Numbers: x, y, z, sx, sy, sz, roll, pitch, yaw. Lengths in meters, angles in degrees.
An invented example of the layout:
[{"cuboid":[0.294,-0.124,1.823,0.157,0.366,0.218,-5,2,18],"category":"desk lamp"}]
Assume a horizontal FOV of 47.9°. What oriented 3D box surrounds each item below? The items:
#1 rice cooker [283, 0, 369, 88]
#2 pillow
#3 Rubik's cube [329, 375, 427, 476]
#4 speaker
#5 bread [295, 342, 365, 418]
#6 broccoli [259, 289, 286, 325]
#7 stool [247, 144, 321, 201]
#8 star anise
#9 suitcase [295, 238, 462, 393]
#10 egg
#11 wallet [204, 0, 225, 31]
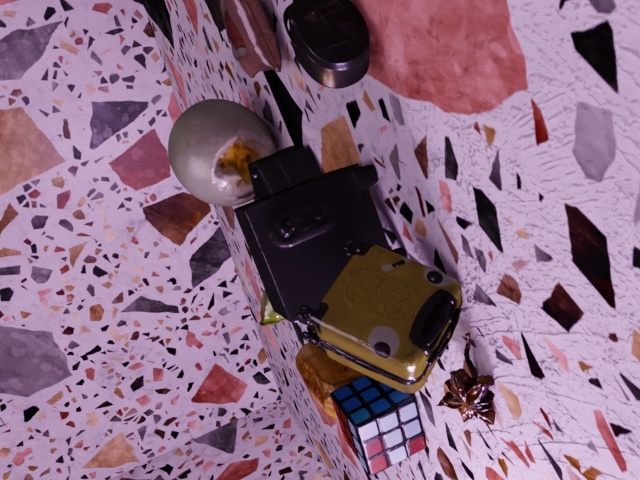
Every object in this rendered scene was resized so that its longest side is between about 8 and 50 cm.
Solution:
[{"cuboid":[0.012,-0.316,1.124,0.165,0.112,0.106,59,170,31],"category":"rice cooker"},{"cuboid":[-0.159,-0.466,1.574,0.236,0.084,0.223,-143,31,-70],"category":"pillow"},{"cuboid":[0.138,0.426,1.715,0.160,0.162,0.163,-138,30,-61],"category":"Rubik's cube"},{"cuboid":[0.000,0.000,1.370,0.232,0.254,0.184,69,167,-8],"category":"speaker"},{"cuboid":[0.041,0.372,1.975,0.294,0.167,0.132,33,144,65],"category":"bread"},{"cuboid":[-0.040,0.108,1.708,0.288,0.246,0.247,97,157,-54],"category":"broccoli"},{"cuboid":[-0.072,-0.105,1.698,0.232,0.141,0.232,58,164,29],"category":"stool"},{"cuboid":[0.251,0.236,1.213,0.097,0.070,0.190,20,136,34],"category":"star anise"},{"cuboid":[0.107,0.129,1.193,0.235,0.194,0.143,23,150,24],"category":"suitcase"},{"cuboid":[-0.271,-0.241,1.929,0.336,0.278,0.278,36,147,50],"category":"egg"},{"cuboid":[-0.266,-0.654,1.763,0.309,0.042,0.165,117,131,-72],"category":"wallet"}]
